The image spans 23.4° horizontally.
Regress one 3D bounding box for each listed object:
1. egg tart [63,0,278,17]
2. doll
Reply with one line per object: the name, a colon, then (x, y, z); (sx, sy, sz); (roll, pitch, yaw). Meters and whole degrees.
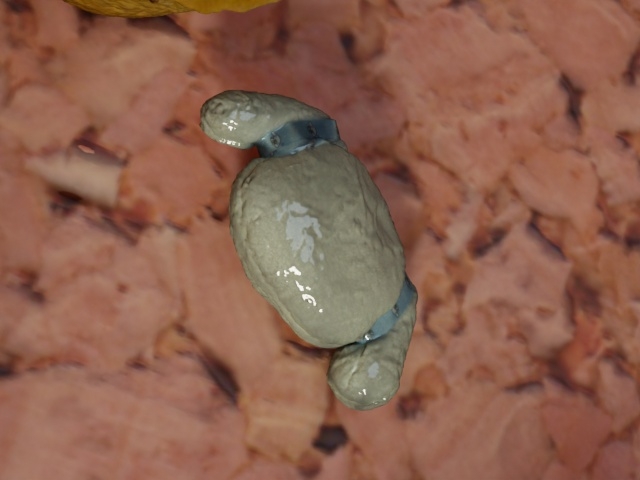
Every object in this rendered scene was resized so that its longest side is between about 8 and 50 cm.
egg tart: (-0.091, -0.213, 0.862); (0.215, 0.171, 0.215); (5, 78, -26)
doll: (0.000, 0.000, 0.930); (0.103, 0.071, 0.214); (-34, 101, -26)
